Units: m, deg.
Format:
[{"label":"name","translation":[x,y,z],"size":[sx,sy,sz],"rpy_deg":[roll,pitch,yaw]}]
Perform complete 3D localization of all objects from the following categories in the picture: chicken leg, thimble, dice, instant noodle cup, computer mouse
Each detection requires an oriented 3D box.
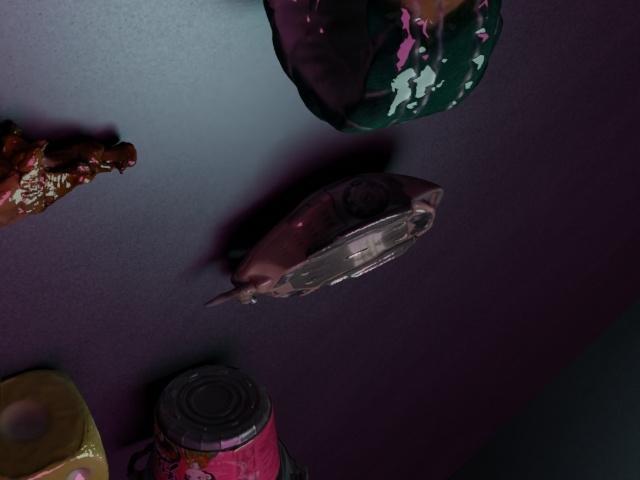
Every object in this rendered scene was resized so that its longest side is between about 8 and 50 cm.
[{"label":"chicken leg","translation":[-0.293,-0.082,1.045],"size":[0.207,0.085,0.101],"rpy_deg":[-23,135,-38]},{"label":"thimble","translation":[0.061,-0.262,0.997],"size":[0.167,0.254,0.288],"rpy_deg":[-21,142,-27]},{"label":"dice","translation":[-0.403,0.299,1.329],"size":[0.169,0.166,0.169],"rpy_deg":[-20,144,-26]},{"label":"instant noodle cup","translation":[-0.170,0.320,1.544],"size":[0.302,0.258,0.182],"rpy_deg":[-2,124,-4]},{"label":"computer mouse","translation":[-0.001,-0.006,1.404],"size":[0.389,0.115,0.199],"rpy_deg":[-24,157,-2]}]
